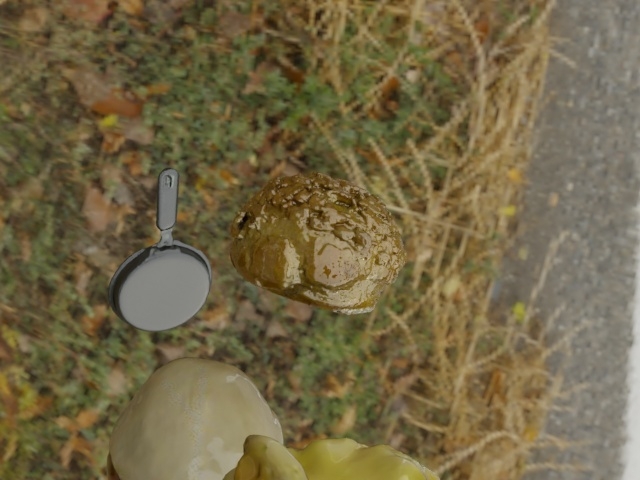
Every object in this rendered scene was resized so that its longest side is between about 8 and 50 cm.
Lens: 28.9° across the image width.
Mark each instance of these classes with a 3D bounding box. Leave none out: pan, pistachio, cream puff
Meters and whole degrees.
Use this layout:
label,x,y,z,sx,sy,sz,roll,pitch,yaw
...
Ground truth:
label,x,y,z,sx,sy,sz,roll,pitch,yaw
pan,-0.194,0.019,1.539,0.136,0.028,0.235,-7,123,-23
pistachio,-0.101,0.178,1.000,0.144,0.215,0.144,-2,115,-4
cream puff,0.000,-0.003,1.008,0.126,0.144,0.103,-34,141,-72

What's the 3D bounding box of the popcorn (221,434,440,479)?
label,x,y,z,sx,sy,sz,roll,pitch,yaw
popcorn,0.005,0.155,0.449,0.170,0.180,0.180,16,91,-18
